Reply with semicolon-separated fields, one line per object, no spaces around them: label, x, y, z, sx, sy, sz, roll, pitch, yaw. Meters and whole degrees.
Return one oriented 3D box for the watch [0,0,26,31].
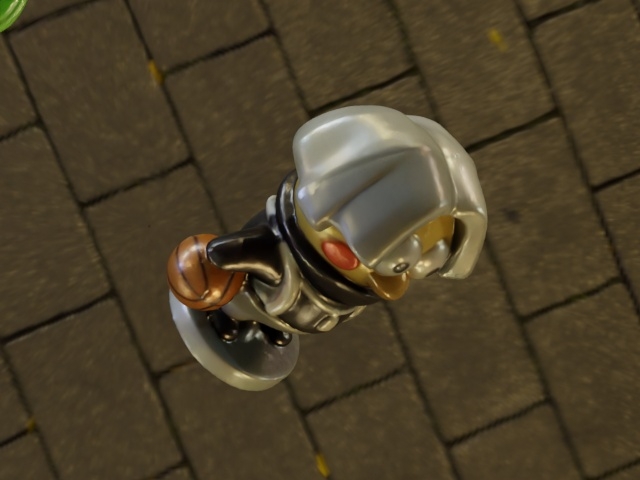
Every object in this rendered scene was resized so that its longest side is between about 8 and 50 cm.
watch;-0.237;-0.207;0.816;0.131;0.152;0.165;-6;65;26

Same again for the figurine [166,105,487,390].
figurine;0.000;0.000;0.946;0.236;0.176;0.133;-36;64;30
